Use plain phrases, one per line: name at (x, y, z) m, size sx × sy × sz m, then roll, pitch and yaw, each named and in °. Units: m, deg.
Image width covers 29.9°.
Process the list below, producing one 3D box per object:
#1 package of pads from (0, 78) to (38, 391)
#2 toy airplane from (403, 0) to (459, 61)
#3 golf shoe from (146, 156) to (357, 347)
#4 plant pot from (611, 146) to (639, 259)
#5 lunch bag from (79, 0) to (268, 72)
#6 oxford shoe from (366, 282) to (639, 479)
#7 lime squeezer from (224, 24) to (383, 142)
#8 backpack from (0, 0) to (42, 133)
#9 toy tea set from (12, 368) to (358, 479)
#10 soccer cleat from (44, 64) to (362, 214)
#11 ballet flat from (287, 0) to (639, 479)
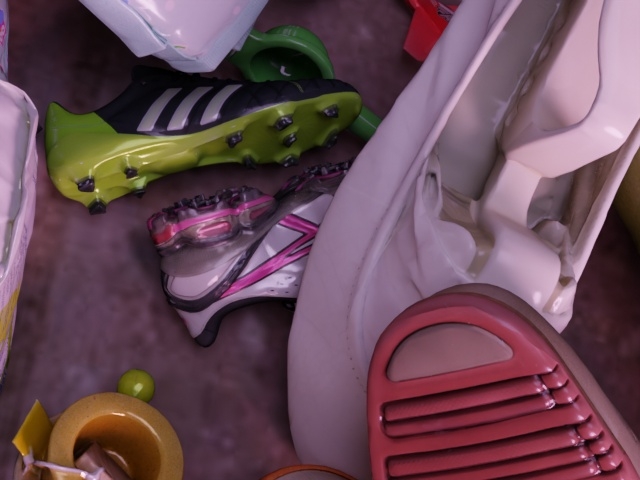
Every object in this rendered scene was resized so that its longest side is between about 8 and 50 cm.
package of pads at (-0.273, -0.008, 0.499) m, size 0.296 × 0.229 × 0.101 m, roll 10°, pitch 66°, yaw -14°
toy airplane at (0.046, -0.173, 0.751) m, size 0.151 × 0.028 × 0.151 m, roll 15°, pitch 56°, yaw -23°
golf shoe at (0.000, 0.000, 0.674) m, size 0.186 × 0.067 × 0.086 m, roll -16°, pitch 97°, yaw -13°
plant pot at (0.338, 0.044, 0.626) m, size 0.366 × 0.366 × 0.353 m, roll -21°, pitch 69°, yaw -21°
lunch bag at (-0.109, -0.238, 0.597) m, size 0.223 × 0.160 × 0.262 m, roll 36°, pitch 48°, yaw -43°
oxford shoe at (0.125, 0.144, 0.587) m, size 0.348 × 0.123 × 0.130 m, roll 63°, pitch 32°, yaw -27°
lime squeezer at (-0.022, -0.130, 0.719) m, size 0.310 × 0.059 × 0.110 m, roll 56°, pitch 35°, yaw 6°
backpack at (-0.221, -0.117, 0.614) m, size 0.151 × 0.115 × 0.182 m, roll -1°, pitch 71°, yaw -14°
toy tea set at (-0.076, 0.201, 0.506) m, size 0.200 × 0.124 × 0.336 m, roll 29°, pitch 47°, yaw -10°
soccer cleat at (-0.066, -0.070, 0.667) m, size 0.178 × 0.060 × 0.072 m, roll -14°, pitch 63°, yaw -10°
ballet flat at (0.096, -0.035, 0.590) m, size 0.139 × 0.139 × 0.400 m, roll 25°, pitch 94°, yaw -8°
